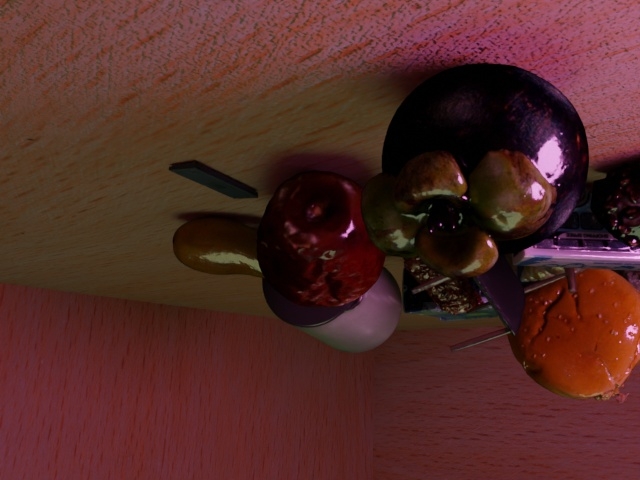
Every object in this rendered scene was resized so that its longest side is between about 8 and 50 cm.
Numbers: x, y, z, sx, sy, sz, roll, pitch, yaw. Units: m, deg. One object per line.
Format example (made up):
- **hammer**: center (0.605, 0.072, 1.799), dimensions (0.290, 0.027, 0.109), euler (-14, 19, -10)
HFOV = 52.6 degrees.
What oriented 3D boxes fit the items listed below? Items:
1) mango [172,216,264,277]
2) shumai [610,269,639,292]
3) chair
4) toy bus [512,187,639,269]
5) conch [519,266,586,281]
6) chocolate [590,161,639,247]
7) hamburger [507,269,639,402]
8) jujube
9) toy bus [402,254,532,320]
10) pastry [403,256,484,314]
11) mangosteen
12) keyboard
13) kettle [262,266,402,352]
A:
- **mango**: center (-0.195, 0.018, 1.348), dimensions (0.227, 0.099, 0.136), euler (15, 129, 0)
- **shumai**: center (0.749, 0.138, 1.519), dimensions (0.222, 0.225, 0.261), euler (-12, 178, 41)
- **chair**: center (0.345, 0.079, 1.277), dimensions (0.272, 0.188, 0.166), euler (-29, -168, 35)
- **toy bus**: center (0.466, -0.020, 1.065), dimensions (0.297, 0.131, 0.106), euler (3, 168, 5)
- **conch**: center (0.512, 0.028, 1.357), dimensions (0.173, 0.106, 0.116), euler (-12, -173, -2)
- **chocolate**: center (0.480, -0.074, 0.906), dimensions (0.156, 0.156, 0.133), euler (6, 139, -16)
- **hamburger**: center (0.559, 0.195, 1.398), dimensions (0.170, 0.290, 0.314), euler (25, -167, -37)
- **jujube**: center (0.000, 0.000, 1.081), dimensions (0.223, 0.223, 0.318), euler (2, 164, 2)
- **toy bus**: center (0.376, 0.117, 1.652), dimensions (0.190, 0.152, 0.312), euler (13, 163, -40)
- **pastry**: center (0.278, 0.088, 1.480), dimensions (0.097, 0.208, 0.115), euler (-37, -168, 25)
- **mangosteen**: center (0.160, -0.070, 0.677), dimensions (0.243, 0.243, 0.243), euler (2, 167, 0)
- **keyboard**: center (-0.175, -0.098, 1.086), dimensions (0.055, 0.014, 0.176), euler (-4, 166, 29)
- **kettle**: center (-0.012, 0.097, 1.544), dimensions (0.361, 0.250, 0.377), euler (28, 175, 24)
